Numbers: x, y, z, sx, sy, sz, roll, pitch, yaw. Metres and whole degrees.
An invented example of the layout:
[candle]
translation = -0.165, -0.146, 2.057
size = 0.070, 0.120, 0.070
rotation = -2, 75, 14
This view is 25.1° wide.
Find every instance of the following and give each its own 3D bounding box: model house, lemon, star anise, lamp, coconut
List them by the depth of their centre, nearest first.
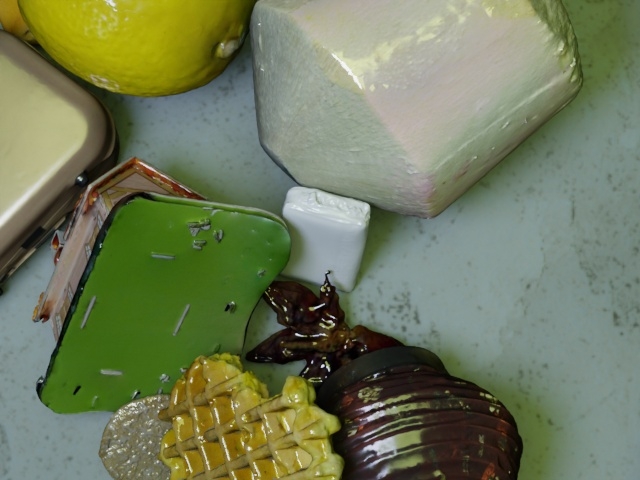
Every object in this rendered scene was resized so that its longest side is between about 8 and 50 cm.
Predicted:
[lamp]
translation = 0.088, 0.235, 1.444
size = 0.246, 0.247, 0.247
rotation = 0, 84, 1
[coconut]
translation = 0.074, -0.173, 1.457
size = 0.309, 0.297, 0.297
rotation = -36, 84, -8
[lemon]
translation = -0.172, -0.260, 1.470
size = 0.219, 0.240, 0.240
rotation = 32, 85, 9
[model house]
translation = -0.178, 0.033, 1.495
size = 0.207, 0.294, 0.154
rotation = 6, 38, -30
[star anise]
translation = -0.002, 0.123, 1.544
size = 0.212, 0.053, 0.157
rotation = 41, 105, -15

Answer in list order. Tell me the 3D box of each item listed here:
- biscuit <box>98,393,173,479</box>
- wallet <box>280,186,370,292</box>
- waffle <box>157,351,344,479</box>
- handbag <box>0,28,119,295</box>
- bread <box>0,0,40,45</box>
[biscuit]
translation = -0.176, 0.216, 1.527
size = 0.120, 0.015, 0.120
rotation = -7, 114, -15
[wallet]
translation = 0.000, 0.000, 1.496
size = 0.095, 0.190, 0.033
rotation = 13, 65, 3
[waffle]
translation = -0.077, 0.208, 1.415
size = 0.253, 0.056, 0.249
rotation = 49, 129, 36
[handbag]
translation = -0.395, -0.094, 1.531
size = 0.283, 0.149, 0.302
rotation = 43, 88, 3
[bread]
translation = -0.338, -0.336, 1.586
size = 0.092, 0.074, 0.239
rotation = -19, 84, -31
